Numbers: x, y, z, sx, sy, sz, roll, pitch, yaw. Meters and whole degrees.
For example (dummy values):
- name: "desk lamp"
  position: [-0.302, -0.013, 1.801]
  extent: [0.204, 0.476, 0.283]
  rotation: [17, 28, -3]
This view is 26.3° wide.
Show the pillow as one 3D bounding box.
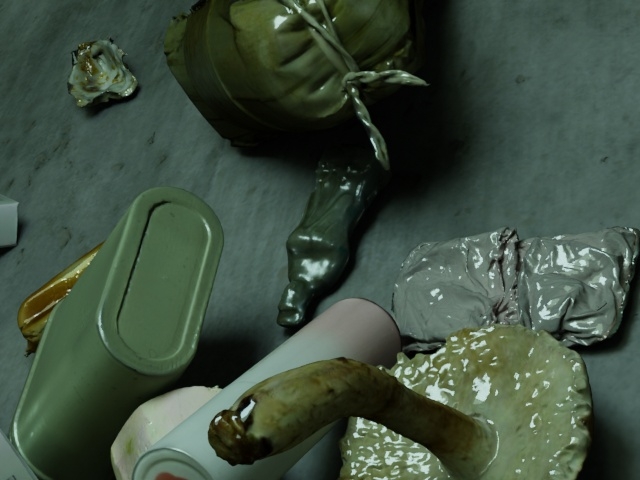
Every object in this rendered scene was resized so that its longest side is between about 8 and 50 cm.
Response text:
- name: "pillow"
  position: [0.171, 0.043, 1.282]
  extent: [0.248, 0.049, 0.135]
  rotation: [-6, 50, 37]

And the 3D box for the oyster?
- name: "oyster"
  position: [-0.313, -0.238, 1.949]
  extent: [0.103, 0.051, 0.148]
  rotation: [-26, 54, 8]

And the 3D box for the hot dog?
- name: "hot dog"
  position: [-0.237, 0.046, 1.574]
  extent: [0.269, 0.072, 0.109]
  rotation: [-34, 35, 0]

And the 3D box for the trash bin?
- name: "trash bin"
  position: [-0.200, 0.098, 1.359]
  extent: [0.247, 0.121, 0.243]
  rotation: [-50, 21, 43]

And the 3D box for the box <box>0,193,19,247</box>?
- name: "box"
  position: [-0.576, -0.051, 1.852]
  extent: [0.200, 0.065, 0.343]
  rotation: [-7, 18, -39]

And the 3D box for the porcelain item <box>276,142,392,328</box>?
- name: "porcelain item"
  position: [0.000, 0.000, 1.453]
  extent: [0.081, 0.069, 0.215]
  rotation: [5, 58, 35]

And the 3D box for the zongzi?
- name: "zongzi"
  position: [0.076, -0.306, 1.495]
  extent: [0.467, 0.218, 0.500]
  rotation: [-45, 15, -11]

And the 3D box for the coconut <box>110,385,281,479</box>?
- name: "coconut"
  position: [-0.111, 0.209, 1.244]
  extent: [0.147, 0.147, 0.152]
  rotation: [-31, 42, 6]

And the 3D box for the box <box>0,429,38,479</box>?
- name: "box"
  position: [-0.417, 0.231, 1.364]
  extent: [0.173, 0.145, 0.333]
  rotation: [-36, 16, -22]

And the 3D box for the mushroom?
- name: "mushroom"
  position: [0.092, 0.149, 1.054]
  extent: [0.208, 0.302, 0.233]
  rotation: [42, 94, 19]

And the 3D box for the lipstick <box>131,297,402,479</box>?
- name: "lipstick"
  position: [-0.035, 0.144, 1.172]
  extent: [0.087, 0.087, 0.327]
  rotation: [-8, 14, 31]
